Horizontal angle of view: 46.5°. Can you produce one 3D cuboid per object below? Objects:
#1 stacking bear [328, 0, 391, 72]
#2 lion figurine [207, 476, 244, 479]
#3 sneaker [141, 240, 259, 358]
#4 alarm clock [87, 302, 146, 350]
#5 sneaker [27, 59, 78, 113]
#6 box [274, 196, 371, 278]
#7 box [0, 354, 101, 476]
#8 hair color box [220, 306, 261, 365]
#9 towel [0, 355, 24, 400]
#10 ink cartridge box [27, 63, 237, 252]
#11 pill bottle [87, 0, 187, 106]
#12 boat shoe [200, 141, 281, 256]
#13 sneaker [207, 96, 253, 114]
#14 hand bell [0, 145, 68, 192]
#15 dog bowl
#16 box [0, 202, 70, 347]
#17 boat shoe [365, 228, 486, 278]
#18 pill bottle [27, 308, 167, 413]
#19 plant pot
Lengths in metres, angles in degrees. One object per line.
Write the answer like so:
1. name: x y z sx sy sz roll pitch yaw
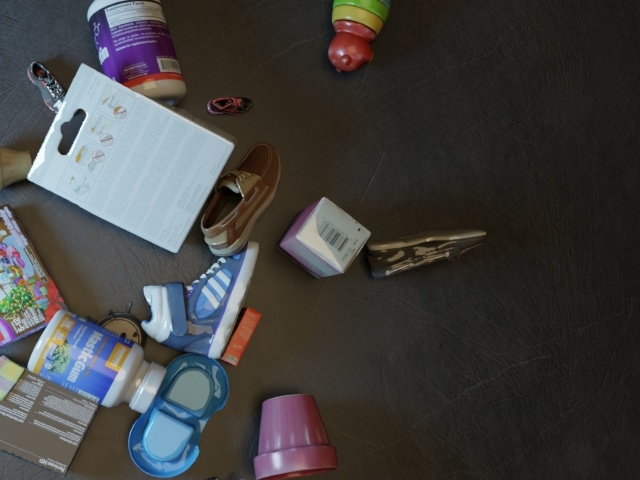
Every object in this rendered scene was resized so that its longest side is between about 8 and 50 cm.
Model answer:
1. stacking bear: 0.105 -0.591 1.993 0.164 0.175 0.289 18 86 -15
2. lion figurine: -0.315 0.730 1.706 0.392 0.142 0.240 -22 97 -22
3. sneaker: -0.299 0.111 1.794 0.236 0.130 0.323 19 65 -1
4. alarm clock: -0.472 0.253 1.762 0.129 0.064 0.192 -18 91 -18
5. sneaker: -0.647 -0.365 1.786 0.061 0.065 0.158 -45 96 -17
6. box: 0.000 0.000 1.838 0.148 0.232 0.127 37 75 -9
7. box: -0.650 0.389 1.668 0.261 0.103 0.184 28 72 -11
8. hair color box: -0.200 0.236 1.835 0.043 0.072 0.141 28 76 -12
9. towel: -0.689 0.299 1.615 0.060 0.009 0.083 32 74 -10
10. ink cartridge box: -0.435 -0.190 1.741 0.385 0.091 0.308 28 104 -13
11. pill bottle: -0.449 -0.475 1.797 0.181 0.181 0.323 -17 87 -17
12. boat shoe: -0.194 -0.119 1.823 0.116 0.123 0.324 56 47 -49
13. sneaker: -0.228 -0.350 1.910 0.119 0.057 0.047 -9 84 -18
14. hand bell: -0.644 -0.183 1.757 0.242 0.126 0.126 -9 85 -28
15. dog bowl: -0.337 0.410 1.772 0.166 0.074 0.297 30 76 -10
16. box: -0.728 0.085 1.674 0.201 0.057 0.293 -29 88 -33
17. boat shoe: 0.283 0.031 1.991 0.335 0.112 0.095 -8 103 -12
18. pill bottle: -0.486 0.275 1.647 0.272 0.152 0.152 27 76 -9
19. plant pot: -0.066 0.472 1.791 0.201 0.201 0.180 -1 67 -16
